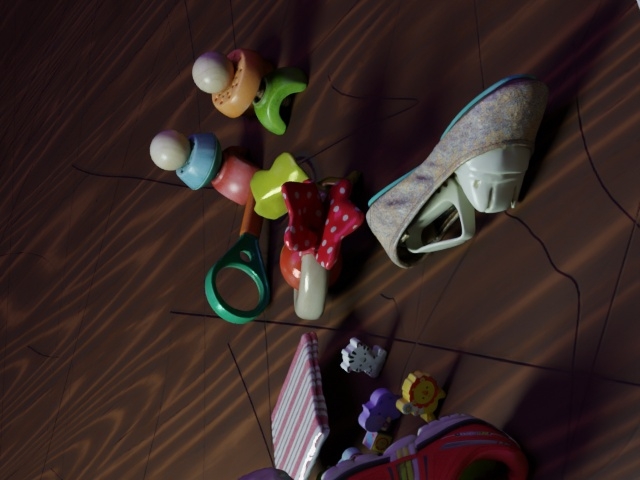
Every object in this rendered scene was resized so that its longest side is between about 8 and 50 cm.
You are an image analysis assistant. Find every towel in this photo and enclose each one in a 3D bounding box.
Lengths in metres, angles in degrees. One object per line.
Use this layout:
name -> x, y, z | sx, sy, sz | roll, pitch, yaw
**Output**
towel -> -0.021, 0.222, 1.968 | 0.197, 0.029, 0.144 | -99, 25, -55

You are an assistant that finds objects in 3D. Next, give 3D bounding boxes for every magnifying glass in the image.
magnifying glass -> -0.104, 0.016, 2.262 | 0.026, 0.092, 0.231 | -44, 28, 49

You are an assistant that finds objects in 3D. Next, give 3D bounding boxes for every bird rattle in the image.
bird rattle -> 0.000, 0.000, 2.027 | 0.253, 0.143, 0.206 | -119, 30, -65

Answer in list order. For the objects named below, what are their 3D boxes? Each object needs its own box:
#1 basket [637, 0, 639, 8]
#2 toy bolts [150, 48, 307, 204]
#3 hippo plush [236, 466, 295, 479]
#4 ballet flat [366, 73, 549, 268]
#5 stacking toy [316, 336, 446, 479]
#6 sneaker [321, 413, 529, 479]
basket -> 0.388, -0.235, 1.473 | 0.167, 0.103, 0.113 | -52, 33, 32
toy bolts -> -0.157, -0.189, 2.388 | 0.228, 0.159, 0.218 | -65, 28, 12
hippo plush -> -0.076, 0.411, 1.714 | 0.236, 0.234, 0.294 | -115, 43, -68
ballet flat -> 0.165, -0.063, 1.806 | 0.316, 0.108, 0.106 | -46, 55, 50
stacking toy -> 0.052, 0.232, 1.860 | 0.167, 0.052, 0.221 | 31, 102, 62
sneaker -> 0.088, 0.259, 1.579 | 0.118, 0.279, 0.107 | 25, 137, 48
